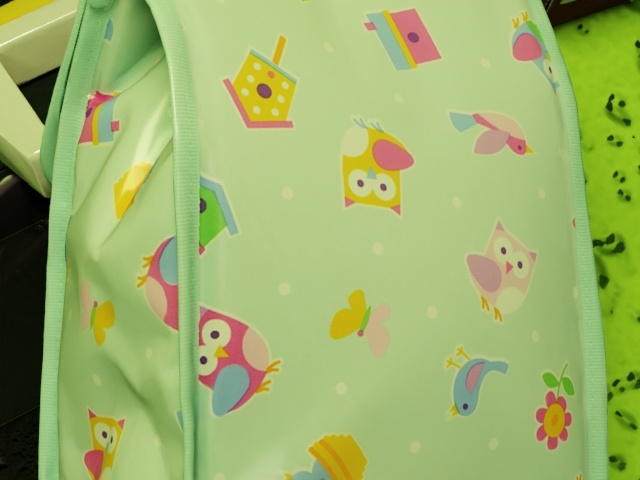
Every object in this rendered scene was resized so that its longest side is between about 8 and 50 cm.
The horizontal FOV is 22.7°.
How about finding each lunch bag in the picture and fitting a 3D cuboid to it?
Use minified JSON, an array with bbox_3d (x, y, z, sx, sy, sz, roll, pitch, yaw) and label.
[{"bbox_3d":[0.000,0.000,0.692,0.223,0.160,0.262,-1,89,-31],"label":"lunch bag"}]

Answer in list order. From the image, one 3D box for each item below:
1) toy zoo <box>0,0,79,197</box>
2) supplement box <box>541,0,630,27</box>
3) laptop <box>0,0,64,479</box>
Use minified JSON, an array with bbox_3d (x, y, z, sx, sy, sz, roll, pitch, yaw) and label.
[{"bbox_3d":[-0.087,-0.129,0.792,0.293,0.030,0.192,-28,49,-13],"label":"toy zoo"},{"bbox_3d":[0.132,-0.248,0.883,0.130,0.073,0.239,-20,76,-11],"label":"supplement box"},{"bbox_3d":[-0.128,-0.020,0.819,0.234,0.136,0.264,-28,102,-12],"label":"laptop"}]
